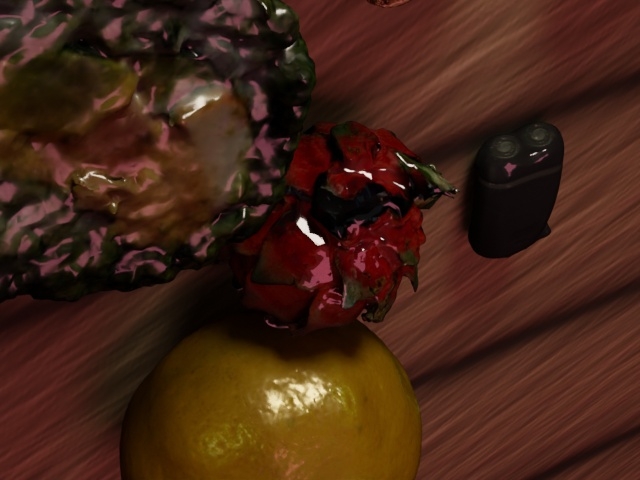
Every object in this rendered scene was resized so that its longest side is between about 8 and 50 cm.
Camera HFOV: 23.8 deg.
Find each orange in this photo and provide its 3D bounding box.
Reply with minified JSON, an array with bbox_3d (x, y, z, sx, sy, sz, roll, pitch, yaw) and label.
[{"bbox_3d":[-0.042,0.185,1.368,0.279,0.235,0.279,-27,158,-12],"label":"orange"}]

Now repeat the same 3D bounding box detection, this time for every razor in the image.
[{"bbox_3d":[0.186,-0.043,1.459,0.090,0.054,0.148,-19,143,-17],"label":"razor"}]

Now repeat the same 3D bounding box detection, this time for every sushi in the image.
[{"bbox_3d":[-0.183,-0.111,0.942,0.352,0.178,0.294,-2,131,-35],"label":"sushi"}]

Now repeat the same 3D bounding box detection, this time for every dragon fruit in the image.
[{"bbox_3d":[0.004,-0.007,1.245,0.182,0.182,0.189,5,112,-44],"label":"dragon fruit"}]

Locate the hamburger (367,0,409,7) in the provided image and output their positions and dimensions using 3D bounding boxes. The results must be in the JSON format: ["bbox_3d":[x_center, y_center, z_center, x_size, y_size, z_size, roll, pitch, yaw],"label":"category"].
[{"bbox_3d":[0.047,-0.208,1.107,0.076,0.083,0.044,-27,155,-12],"label":"hamburger"}]
